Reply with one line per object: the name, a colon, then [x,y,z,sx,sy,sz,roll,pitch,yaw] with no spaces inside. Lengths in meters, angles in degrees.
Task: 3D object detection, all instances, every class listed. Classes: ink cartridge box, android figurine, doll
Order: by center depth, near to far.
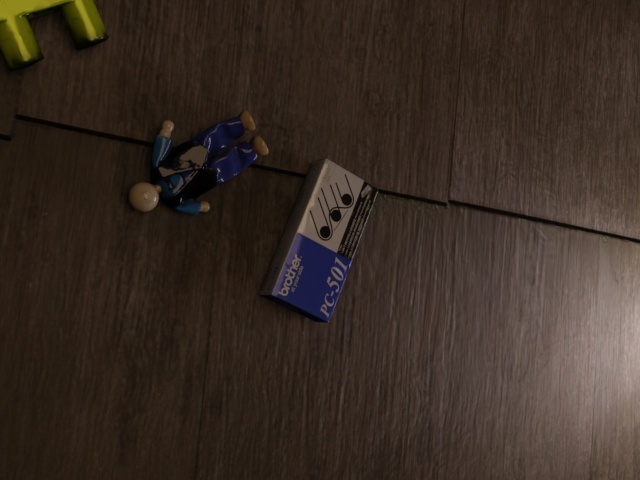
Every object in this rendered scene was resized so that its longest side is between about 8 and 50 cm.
android figurine: [-0.353,-0.340,0.900,0.248,0.056,0.273,-30,103,-28]
doll: [-0.163,-0.097,1.006,0.189,0.046,0.129,-35,114,-20]
ink cartridge box: [0.000,0.000,1.097,0.097,0.046,0.207,29,74,-25]
